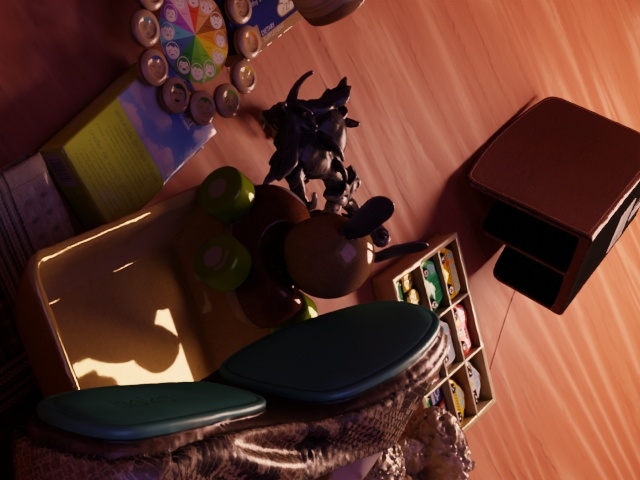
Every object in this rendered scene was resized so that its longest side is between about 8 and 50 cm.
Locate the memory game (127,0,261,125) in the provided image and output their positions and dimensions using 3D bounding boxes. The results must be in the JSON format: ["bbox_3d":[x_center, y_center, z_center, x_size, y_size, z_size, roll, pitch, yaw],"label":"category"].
[{"bbox_3d":[-0.124,-0.209,1.142,0.186,0.012,0.186,6,82,-50],"label":"memory game"}]

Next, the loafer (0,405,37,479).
[{"bbox_3d":[-0.219,0.246,0.972,0.080,0.078,0.220,-29,116,-44],"label":"loafer"}]

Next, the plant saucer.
[{"bbox_3d":[-0.140,0.137,1.027,0.333,0.081,0.333,-32,105,-63],"label":"plant saucer"}]

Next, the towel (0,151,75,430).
[{"bbox_3d":[-0.307,0.120,0.965,0.312,0.056,0.324,-37,120,-41],"label":"towel"}]

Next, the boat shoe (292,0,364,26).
[{"bbox_3d":[0.020,-0.401,1.264,0.110,0.122,0.341,42,45,-38],"label":"boat shoe"}]

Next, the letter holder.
[{"bbox_3d":[0.349,-0.067,1.691,0.302,0.214,0.152,-42,153,-43],"label":"letter holder"}]

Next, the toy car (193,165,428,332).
[{"bbox_3d":[0.000,0.000,1.073,0.155,0.188,0.149,41,41,-49],"label":"toy car"}]

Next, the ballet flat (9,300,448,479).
[{"bbox_3d":[-0.056,0.174,0.926,0.483,0.164,0.182,-13,110,-54],"label":"ballet flat"}]

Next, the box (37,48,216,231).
[{"bbox_3d":[-0.186,-0.098,1.105,0.178,0.042,0.109,-52,128,-38],"label":"box"}]

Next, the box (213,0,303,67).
[{"bbox_3d":[-0.097,-0.320,1.219,0.136,0.036,0.225,-46,123,-40],"label":"box"}]

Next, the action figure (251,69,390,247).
[{"bbox_3d":[-0.019,-0.074,1.236,0.164,0.141,0.275,-58,143,-29],"label":"action figure"}]

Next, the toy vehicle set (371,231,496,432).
[{"bbox_3d":[0.158,0.141,1.525,0.166,0.035,0.267,-34,115,-45],"label":"toy vehicle set"}]

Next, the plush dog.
[{"bbox_3d":[0.050,0.287,1.319,0.225,0.210,0.262,49,24,-21],"label":"plush dog"}]
